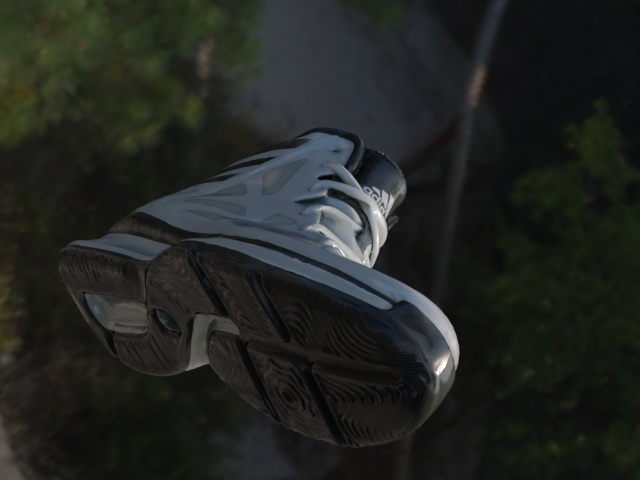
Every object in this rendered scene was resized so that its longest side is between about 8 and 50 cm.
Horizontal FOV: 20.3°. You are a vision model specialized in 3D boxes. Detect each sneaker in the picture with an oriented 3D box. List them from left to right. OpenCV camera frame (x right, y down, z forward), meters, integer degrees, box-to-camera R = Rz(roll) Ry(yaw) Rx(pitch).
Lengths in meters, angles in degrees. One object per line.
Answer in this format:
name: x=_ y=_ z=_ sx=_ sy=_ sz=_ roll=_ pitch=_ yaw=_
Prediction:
sneaker: x=-0.001 y=-0.001 z=1.382 sx=0.257 sy=0.447 sz=0.169 roll=-39 pitch=117 yaw=-25
